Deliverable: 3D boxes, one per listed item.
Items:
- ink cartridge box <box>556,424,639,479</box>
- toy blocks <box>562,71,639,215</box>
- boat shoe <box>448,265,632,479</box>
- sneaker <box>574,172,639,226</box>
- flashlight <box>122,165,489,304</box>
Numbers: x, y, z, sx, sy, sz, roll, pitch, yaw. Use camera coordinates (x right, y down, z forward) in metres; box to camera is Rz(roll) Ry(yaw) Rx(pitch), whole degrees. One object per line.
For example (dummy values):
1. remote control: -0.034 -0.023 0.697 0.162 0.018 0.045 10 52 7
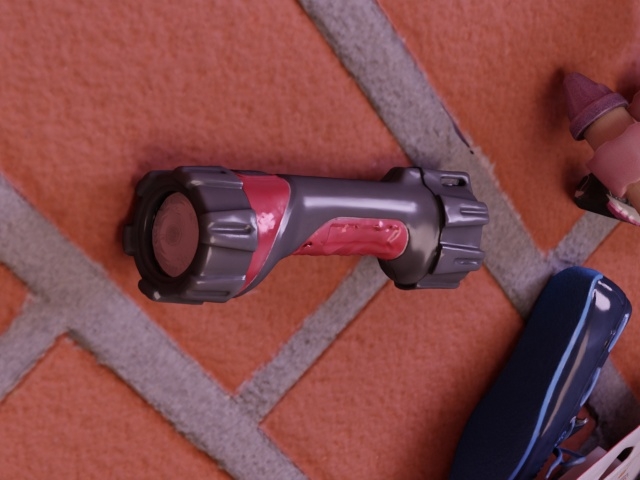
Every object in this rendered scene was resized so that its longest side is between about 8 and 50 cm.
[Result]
1. ink cartridge box: 0.217 0.256 1.610 0.275 0.060 0.239 -26 142 -51
2. toy blocks: 0.375 -0.171 1.472 0.309 0.260 0.288 -16 157 -47
3. boat shoe: 0.210 0.154 1.587 0.089 0.109 0.258 25 100 -35
4. sneaker: 0.293 -0.051 1.575 0.178 0.072 0.077 8 98 -52
5. flashlight: 0.000 0.000 1.318 0.304 0.103 0.103 4 139 -43
